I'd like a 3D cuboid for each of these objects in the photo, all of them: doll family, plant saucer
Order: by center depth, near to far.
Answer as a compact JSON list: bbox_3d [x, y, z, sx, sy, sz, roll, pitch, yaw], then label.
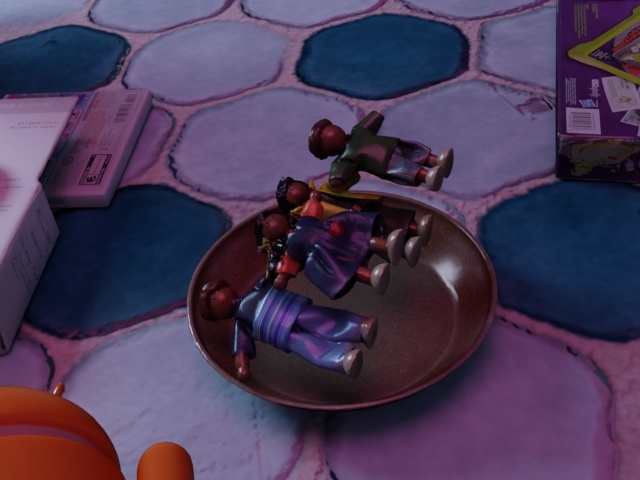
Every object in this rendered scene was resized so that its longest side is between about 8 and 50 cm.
[{"bbox_3d":[0.000,0.000,0.520,0.111,0.076,0.193,18,49,19],"label":"doll family"},{"bbox_3d":[0.014,0.040,0.554,0.199,0.036,0.198,-4,41,4],"label":"plant saucer"}]

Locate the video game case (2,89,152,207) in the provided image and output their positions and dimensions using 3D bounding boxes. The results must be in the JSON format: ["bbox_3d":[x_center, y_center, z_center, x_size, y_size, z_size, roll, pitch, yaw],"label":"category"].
[{"bbox_3d":[-0.234,-0.083,0.742,0.143,0.019,0.157,-1,42,7],"label":"video game case"}]

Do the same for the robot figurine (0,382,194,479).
[{"bbox_3d":[-0.138,0.154,0.375,0.158,0.128,0.219,-51,41,17],"label":"robot figurine"}]

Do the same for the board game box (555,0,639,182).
[{"bbox_3d":[0.314,-0.169,0.748,0.208,0.056,0.346,1,41,15],"label":"board game box"}]

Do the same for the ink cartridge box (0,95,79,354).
[{"bbox_3d":[-0.339,-0.019,0.651,0.275,0.060,0.239,-1,40,6],"label":"ink cartridge box"}]
